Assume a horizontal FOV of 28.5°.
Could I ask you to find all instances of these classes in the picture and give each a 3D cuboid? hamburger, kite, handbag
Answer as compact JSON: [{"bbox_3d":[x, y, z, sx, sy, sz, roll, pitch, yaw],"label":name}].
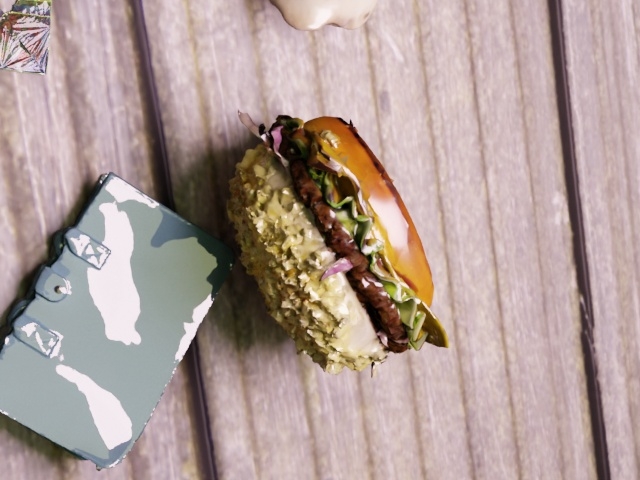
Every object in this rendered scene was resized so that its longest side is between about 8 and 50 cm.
[{"bbox_3d":[0.000,0.000,1.076,0.138,0.243,0.262,-27,103,-4],"label":"hamburger"},{"bbox_3d":[-0.253,-0.173,1.034,0.090,0.004,0.122,49,68,-25],"label":"kite"},{"bbox_3d":[-0.184,0.068,1.068,0.144,0.057,0.221,35,75,-22],"label":"handbag"}]

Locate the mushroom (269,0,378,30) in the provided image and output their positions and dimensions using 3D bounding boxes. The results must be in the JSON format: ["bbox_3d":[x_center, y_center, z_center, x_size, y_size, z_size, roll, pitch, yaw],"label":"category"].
[{"bbox_3d":[0.020,-0.356,1.080,0.314,0.314,0.336,-6,126,-32],"label":"mushroom"}]
